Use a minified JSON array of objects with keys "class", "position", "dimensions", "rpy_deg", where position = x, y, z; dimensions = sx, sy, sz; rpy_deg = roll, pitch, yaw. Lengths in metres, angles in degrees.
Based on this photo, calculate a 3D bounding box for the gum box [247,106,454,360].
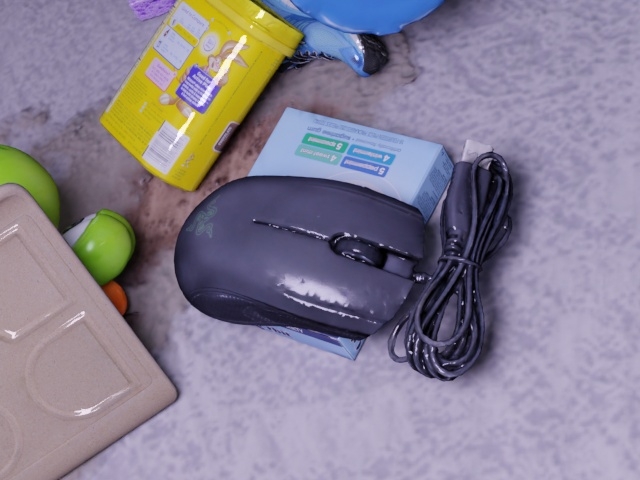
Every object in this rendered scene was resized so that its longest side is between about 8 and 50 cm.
[{"class":"gum box","position":[-0.001,-0.010,1.176],"dimensions":[0.157,0.041,0.184],"rpy_deg":[16,67,32]}]

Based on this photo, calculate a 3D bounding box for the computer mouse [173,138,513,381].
[{"class":"computer mouse","position":[0.000,0.000,1.096],"dimensions":[0.272,0.072,0.188],"rpy_deg":[3,63,25]}]

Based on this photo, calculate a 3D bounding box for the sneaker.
[{"class":"sneaker","position":[-0.007,-0.174,1.288],"dimensions":[0.162,0.063,0.073],"rpy_deg":[34,96,42]}]

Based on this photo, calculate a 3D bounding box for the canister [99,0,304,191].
[{"class":"canister","position":[-0.108,-0.142,1.267],"dimensions":[0.126,0.073,0.170],"rpy_deg":[43,102,39]}]

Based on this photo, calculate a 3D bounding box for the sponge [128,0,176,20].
[{"class":"sponge","position":[-0.145,-0.321,1.457],"dimensions":[0.117,0.031,0.210],"rpy_deg":[-21,53,12]}]

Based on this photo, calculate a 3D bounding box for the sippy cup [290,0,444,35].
[{"class":"sippy cup","position":[0.024,-0.286,1.187],"dimensions":[0.305,0.240,0.224],"rpy_deg":[-18,36,0]}]

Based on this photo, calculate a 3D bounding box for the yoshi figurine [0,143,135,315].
[{"class":"yoshi figurine","position":[-0.335,0.049,1.208],"dimensions":[0.362,0.203,0.203],"rpy_deg":[-33,44,-1]}]

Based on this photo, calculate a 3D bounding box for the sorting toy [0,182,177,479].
[{"class":"sorting toy","position":[-0.297,0.121,1.131],"dimensions":[0.307,0.229,0.041],"rpy_deg":[-34,21,2]}]
